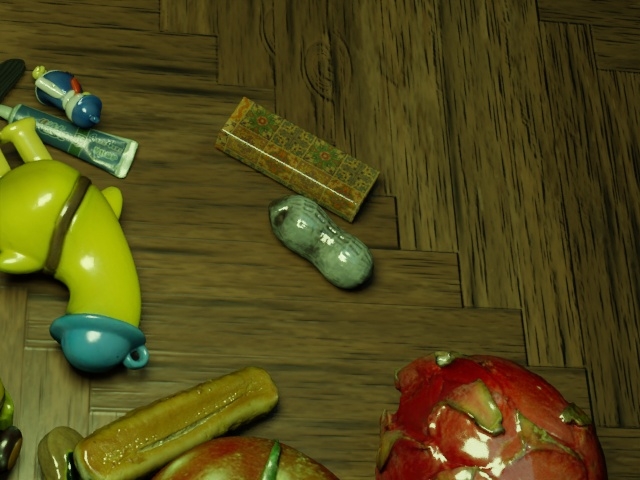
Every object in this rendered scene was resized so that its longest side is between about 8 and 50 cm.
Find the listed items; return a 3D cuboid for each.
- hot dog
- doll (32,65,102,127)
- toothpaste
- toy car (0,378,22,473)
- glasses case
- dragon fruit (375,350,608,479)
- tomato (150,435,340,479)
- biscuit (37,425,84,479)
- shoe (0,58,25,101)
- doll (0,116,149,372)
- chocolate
[{"bbox_3d":[-0.171,0.228,1.727,0.286,0.061,0.087,-17,67,-34],"label":"hot dog"},{"bbox_3d":[-0.337,-0.190,1.915,0.143,0.099,0.057,39,97,39],"label":"doll"},{"bbox_3d":[-0.346,-0.143,1.922,0.197,0.035,0.057,21,76,-3],"label":"toothpaste"},{"bbox_3d":[-0.451,0.215,1.622,0.200,0.142,0.248,16,41,3],"label":"toy car"},{"bbox_3d":[-0.033,-0.110,1.967,0.218,0.049,0.075,29,54,3],"label":"glasses case"},{"bbox_3d":[0.201,0.289,1.689,0.278,0.277,0.342,3,67,-11],"label":"dragon fruit"},{"bbox_3d":[-0.086,0.379,1.584,0.304,0.239,0.303,6,62,-12],"label":"tomato"},{"bbox_3d":[-0.285,0.363,1.627,0.183,0.047,0.319,24,48,-31],"label":"biscuit"},{"bbox_3d":[-0.455,-0.204,1.907,0.062,0.053,0.159,12,49,28],"label":"shoe"},{"bbox_3d":[-0.314,0.005,1.792,0.199,0.145,0.363,-26,78,-29],"label":"doll"},{"bbox_3d":[0.000,0.000,1.904,0.167,0.072,0.072,38,61,9],"label":"chocolate"}]
